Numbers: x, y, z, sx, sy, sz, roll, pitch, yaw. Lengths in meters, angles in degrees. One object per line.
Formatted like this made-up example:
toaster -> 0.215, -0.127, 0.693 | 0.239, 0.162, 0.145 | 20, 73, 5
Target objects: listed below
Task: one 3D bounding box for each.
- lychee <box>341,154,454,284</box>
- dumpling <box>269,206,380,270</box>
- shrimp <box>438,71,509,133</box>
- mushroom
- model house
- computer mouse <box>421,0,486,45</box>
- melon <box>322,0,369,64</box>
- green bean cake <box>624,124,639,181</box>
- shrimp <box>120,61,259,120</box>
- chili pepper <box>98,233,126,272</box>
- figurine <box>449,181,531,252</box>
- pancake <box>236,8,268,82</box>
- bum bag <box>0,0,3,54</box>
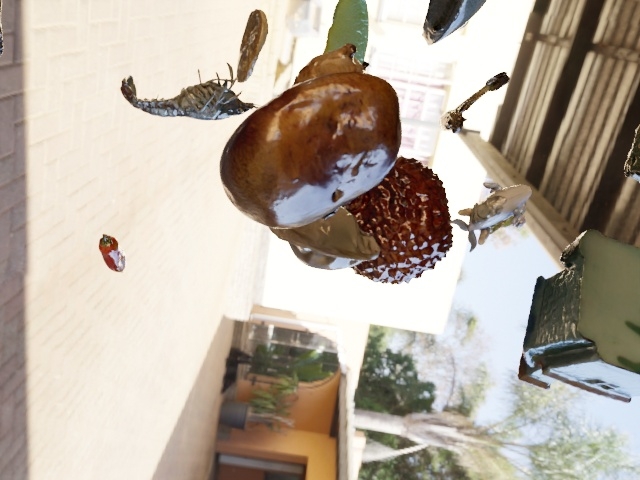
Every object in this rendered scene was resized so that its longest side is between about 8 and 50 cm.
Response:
lychee -> 0.216, -0.069, 1.861 | 0.499, 0.424, 0.425 | 14, 83, -48
dumpling -> -0.002, 0.008, 1.431 | 0.163, 0.292, 0.205 | 106, 4, -45
shrimp -> 0.273, -0.244, 1.036 | 0.147, 0.035, 0.195 | -34, -171, 17
mushroom -> -0.022, -0.177, 1.043 | 0.345, 0.345, 0.260 | 105, -38, -68
model house -> 0.548, 0.192, 1.171 | 0.329, 0.294, 0.252 | 117, -10, -60
computer mouse -> 0.316, -0.551, 1.228 | 0.203, 0.114, 0.374 | -55, 169, -21
melon -> 0.052, -0.463, 1.294 | 0.262, 0.113, 0.053 | 98, -26, -44
green bean cake -> 0.815, -0.212, 1.350 | 0.181, 0.094, 0.173 | 29, -81, 65
shrimp -> -0.382, -0.435, 1.765 | 0.221, 0.410, 0.166 | -126, -152, -65
chili pepper -> -0.504, 0.029, 1.419 | 0.191, 0.050, 0.059 | 97, -4, -59
figurine -> 0.429, -0.068, 1.449 | 0.183, 0.208, 0.128 | 4, 53, -59
pancake -> -0.139, -0.381, 1.158 | 0.151, 0.025, 0.152 | -35, -132, 54
bum bag -> -0.558, -0.383, 0.934 | 0.026, 0.109, 0.160 | -75, -177, -67
